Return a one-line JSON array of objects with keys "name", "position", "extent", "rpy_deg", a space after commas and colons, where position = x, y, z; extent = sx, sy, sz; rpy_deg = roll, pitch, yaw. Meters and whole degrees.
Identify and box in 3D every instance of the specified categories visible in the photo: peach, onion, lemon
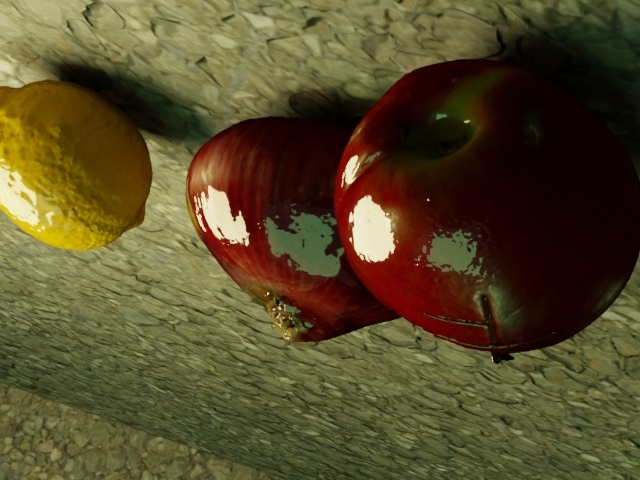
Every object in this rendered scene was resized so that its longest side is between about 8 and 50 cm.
[{"name": "peach", "position": [0.118, -0.016, 1.041], "extent": [0.190, 0.196, 0.226], "rpy_deg": [50, 180, 40]}, {"name": "onion", "position": [0.004, -0.011, 1.246], "extent": [0.248, 0.161, 0.248], "rpy_deg": [1, 150, 1]}, {"name": "lemon", "position": [-0.231, -0.072, 1.338], "extent": [0.187, 0.142, 0.142], "rpy_deg": [38, 157, -14]}]
